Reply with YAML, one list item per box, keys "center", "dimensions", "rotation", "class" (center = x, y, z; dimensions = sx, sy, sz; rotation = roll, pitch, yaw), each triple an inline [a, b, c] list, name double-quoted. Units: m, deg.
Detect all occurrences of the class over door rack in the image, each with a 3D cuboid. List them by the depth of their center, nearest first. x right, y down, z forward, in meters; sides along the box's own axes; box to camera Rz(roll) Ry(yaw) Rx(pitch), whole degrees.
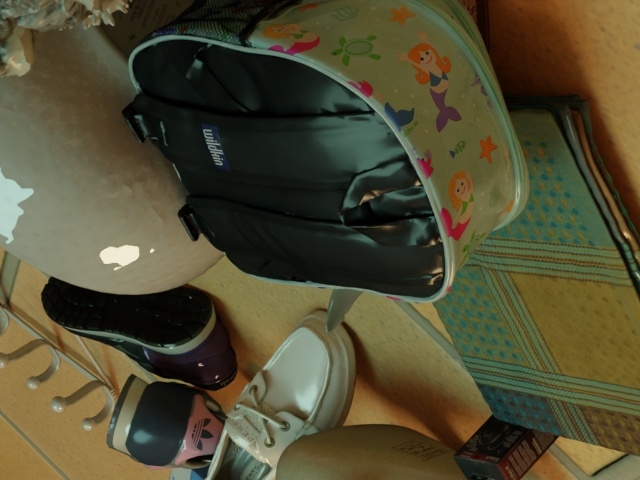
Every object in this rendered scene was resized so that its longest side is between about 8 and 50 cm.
- center: [-0.399, 0.106, 2.183]
  dimensions: [0.239, 0.108, 0.324]
  rotation: [33, 151, 23]
  class: "over door rack"

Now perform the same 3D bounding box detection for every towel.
- center: [0.168, 0.028, 1.316]
  dimensions: [0.271, 0.040, 0.370]
  rotation: [11, 139, 50]
  class: "towel"

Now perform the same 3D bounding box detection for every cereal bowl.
- center: [-0.160, -0.133, 1.284]
  dimensions: [0.339, 0.339, 0.141]
  rotation: [48, 126, -4]
  class: "cereal bowl"

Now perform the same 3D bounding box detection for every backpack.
- center: [0.021, -0.075, 1.126]
  dimensions: [0.253, 0.191, 0.225]
  rotation: [15, 138, 49]
  class: "backpack"

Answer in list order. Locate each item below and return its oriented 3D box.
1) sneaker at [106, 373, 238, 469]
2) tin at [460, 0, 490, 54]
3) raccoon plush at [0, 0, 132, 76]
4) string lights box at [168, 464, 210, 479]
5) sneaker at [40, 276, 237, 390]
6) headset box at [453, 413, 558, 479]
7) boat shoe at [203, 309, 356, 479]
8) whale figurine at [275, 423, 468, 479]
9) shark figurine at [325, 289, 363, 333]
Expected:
- center: [-0.149, 0.227, 1.918]
  dimensions: [0.131, 0.112, 0.319]
  rotation: [16, 177, 10]
  class: "sneaker"
- center: [0.067, -0.182, 1.167]
  dimensions: [0.106, 0.040, 0.190]
  rotation: [35, 152, 31]
  class: "tin"
- center: [-0.220, -0.256, 1.184]
  dimensions: [0.446, 0.299, 0.216]
  rotation: [5, 133, 54]
  class: "raccoon plush"
- center: [-0.083, 0.366, 2.050]
  dimensions: [0.259, 0.076, 0.133]
  rotation: [36, 134, 33]
  class: "string lights box"
- center: [-0.213, 0.108, 1.921]
  dimensions: [0.283, 0.107, 0.124]
  rotation: [20, 150, 42]
  class: "sneaker"
- center: [0.166, 0.188, 1.490]
  dimensions: [0.062, 0.083, 0.032]
  rotation: [1, 129, 54]
  class: "headset box"
- center: [-0.050, 0.192, 1.697]
  dimensions: [0.098, 0.096, 0.277]
  rotation: [45, 128, 28]
  class: "boat shoe"
- center: [0.082, 0.264, 1.584]
  dimensions: [0.272, 0.216, 0.141]
  rotation: [8, 100, 36]
  class: "whale figurine"
- center: [-0.005, -0.011, 1.403]
  dimensions: [0.278, 0.116, 0.166]
  rotation: [64, -179, -79]
  class: "shark figurine"
